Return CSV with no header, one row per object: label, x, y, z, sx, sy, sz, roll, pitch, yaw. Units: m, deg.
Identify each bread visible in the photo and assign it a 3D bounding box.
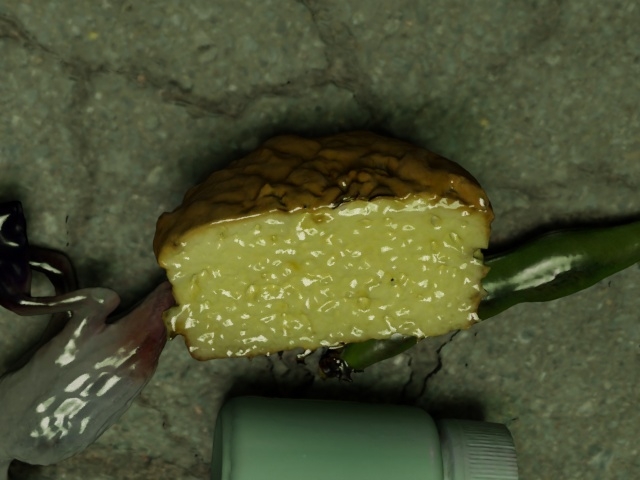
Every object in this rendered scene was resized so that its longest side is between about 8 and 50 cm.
bread,0.000,0.000,0.970,0.228,0.139,0.143,-6,118,-2

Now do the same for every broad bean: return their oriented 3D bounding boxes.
broad bean,0.128,0.037,1.053,0.297,0.043,0.060,-22,127,6

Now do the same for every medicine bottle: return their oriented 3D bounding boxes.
medicine bottle,0.029,0.195,1.066,0.225,0.139,0.139,4,115,-7

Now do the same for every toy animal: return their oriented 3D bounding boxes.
toy animal,-0.211,0.124,1.037,0.195,0.090,0.324,5,106,-1
